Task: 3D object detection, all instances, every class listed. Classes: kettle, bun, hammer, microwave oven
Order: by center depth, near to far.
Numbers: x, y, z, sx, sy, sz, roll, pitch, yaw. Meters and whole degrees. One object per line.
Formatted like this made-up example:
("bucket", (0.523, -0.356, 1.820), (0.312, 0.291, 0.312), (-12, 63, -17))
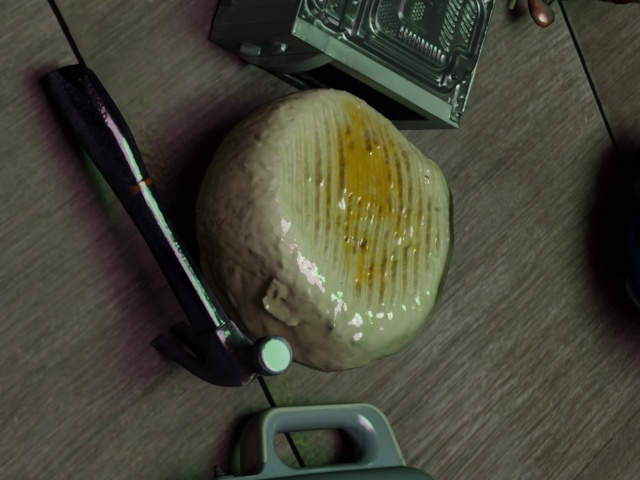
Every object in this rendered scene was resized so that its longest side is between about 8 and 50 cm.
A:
("hammer", (-0.134, -0.011, 1.460), (0.037, 0.137, 0.289), (-36, 100, -34))
("bun", (0.000, 0.000, 1.534), (0.244, 0.153, 0.243), (16, 60, -30))
("kettle", (-0.006, 0.242, 1.569), (0.243, 0.160, 0.210), (-9, 69, -47))
("microwave oven", (0.034, -0.198, 1.579), (0.208, 0.122, 0.162), (26, 76, -39))

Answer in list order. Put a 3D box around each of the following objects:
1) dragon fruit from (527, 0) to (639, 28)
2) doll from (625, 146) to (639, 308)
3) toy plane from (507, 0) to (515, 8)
("dragon fruit", (0.346, -0.359, 1.750), (0.296, 0.263, 0.314), (-1, 92, -42))
("doll", (0.443, -0.003, 1.878), (0.310, 0.240, 0.284), (-27, 85, -37))
("toy plane", (0.145, -0.331, 1.637), (0.108, 0.092, 0.286), (8, 52, -8))
